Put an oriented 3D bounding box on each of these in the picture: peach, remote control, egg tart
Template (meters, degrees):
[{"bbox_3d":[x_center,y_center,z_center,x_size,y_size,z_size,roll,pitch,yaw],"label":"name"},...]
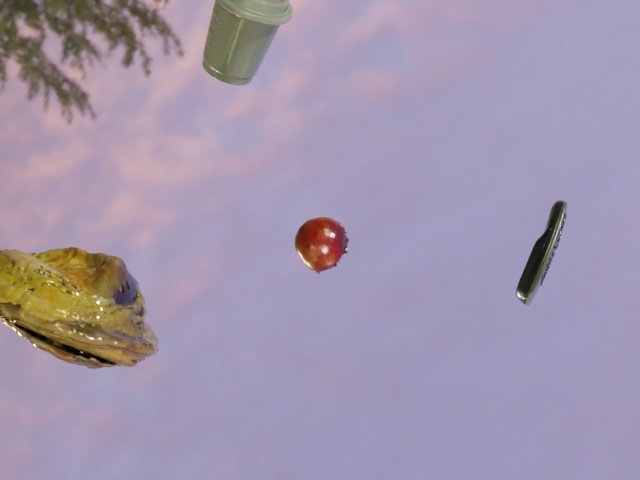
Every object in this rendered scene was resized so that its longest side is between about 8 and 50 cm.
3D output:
[{"bbox_3d":[-0.001,0.001,1.651,0.098,0.061,0.098,-8,-116,17],"label":"peach"},{"bbox_3d":[0.426,0.022,1.858,0.222,0.042,0.072,-63,163,-20],"label":"remote control"},{"bbox_3d":[-0.342,0.069,1.338,0.297,0.297,0.132,32,-78,61],"label":"egg tart"}]

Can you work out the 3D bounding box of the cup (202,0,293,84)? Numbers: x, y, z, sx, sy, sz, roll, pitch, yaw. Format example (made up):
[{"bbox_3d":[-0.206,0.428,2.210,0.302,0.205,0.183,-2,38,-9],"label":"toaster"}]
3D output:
[{"bbox_3d":[-0.113,-0.297,1.374,0.120,0.120,0.141,-108,-143,-51],"label":"cup"}]
